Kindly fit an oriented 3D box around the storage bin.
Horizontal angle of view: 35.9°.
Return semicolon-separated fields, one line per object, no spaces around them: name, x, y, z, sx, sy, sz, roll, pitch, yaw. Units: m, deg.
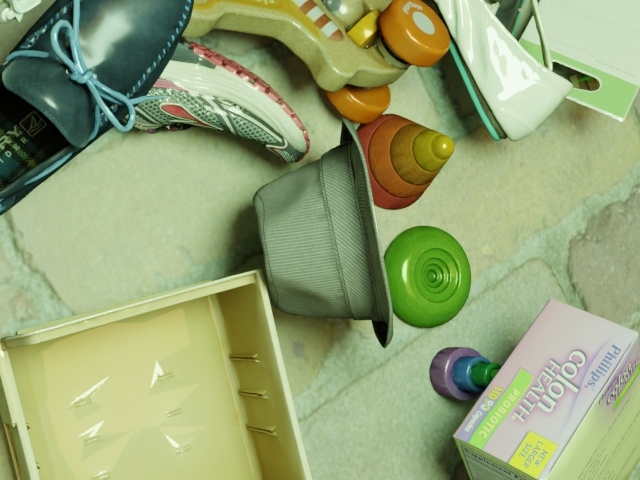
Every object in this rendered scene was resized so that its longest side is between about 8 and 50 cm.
storage bin;-0.167;0.188;0.986;0.260;0.123;0.262;-15;93;-29

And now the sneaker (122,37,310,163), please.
sneaker;-0.144;-0.155;1.048;0.299;0.121;0.112;25;103;-25

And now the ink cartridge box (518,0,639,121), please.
ink cartridge box;0.361;-0.269;1.306;0.171;0.056;0.235;25;72;12

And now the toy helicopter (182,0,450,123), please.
toy helicopter;-0.041;-0.265;1.079;0.355;0.140;0.235;-4;63;-42

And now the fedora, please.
fedora;0.000;0.000;1.039;0.124;0.275;0.244;-11;98;3

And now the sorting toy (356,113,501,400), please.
sorting toy;0.150;0.016;1.173;0.127;0.126;0.365;-18;93;-29

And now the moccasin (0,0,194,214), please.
moccasin;-0.238;-0.120;0.904;0.138;0.117;0.342;39;98;-20

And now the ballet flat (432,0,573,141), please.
ballet flat;0.173;-0.312;1.186;0.139;0.139;0.400;-33;94;-27

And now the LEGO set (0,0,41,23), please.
LEGO set;-0.340;-0.308;0.946;0.107;0.132;0.287;-27;65;-39

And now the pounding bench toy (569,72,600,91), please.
pounding bench toy;0.392;-0.235;1.360;0.083;0.065;0.052;-30;100;-27

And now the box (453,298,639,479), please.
box;0.283;0.235;1.170;0.213;0.117;0.243;-49;141;-23

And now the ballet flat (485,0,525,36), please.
ballet flat;0.236;-0.308;1.288;0.074;0.074;0.203;29;79;-23
